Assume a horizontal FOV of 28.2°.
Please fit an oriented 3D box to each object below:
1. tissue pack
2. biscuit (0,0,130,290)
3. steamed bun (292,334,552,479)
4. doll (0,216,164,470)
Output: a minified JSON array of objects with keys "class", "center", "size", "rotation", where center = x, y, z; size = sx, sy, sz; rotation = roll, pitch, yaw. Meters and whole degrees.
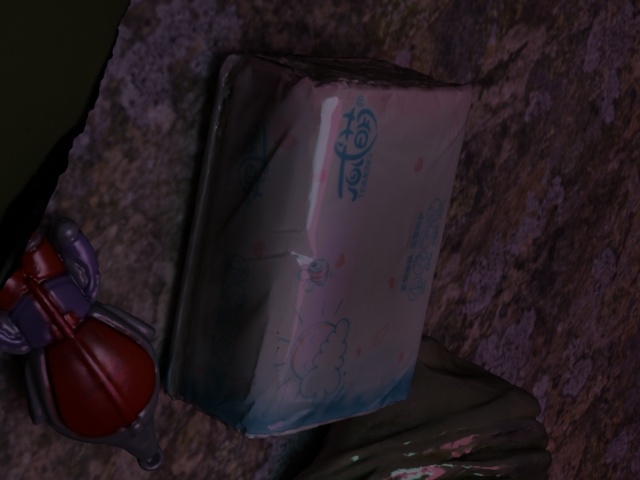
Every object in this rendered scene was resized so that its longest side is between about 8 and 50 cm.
[{"class":"tissue pack","center":[0.002,0.000,0.969],"size":[0.201,0.124,0.271],"rotation":[-8,113,-51]},{"class":"biscuit","center":[-0.190,-0.050,0.718],"size":[0.099,0.038,0.322],"rotation":[49,52,-46]},{"class":"steamed bun","center":[0.120,0.244,1.157],"size":[0.280,0.207,0.268],"rotation":[-51,138,-22]},{"class":"doll","center":[-0.161,0.077,0.854],"size":[0.102,0.075,0.227],"rotation":[-38,125,-12]}]
